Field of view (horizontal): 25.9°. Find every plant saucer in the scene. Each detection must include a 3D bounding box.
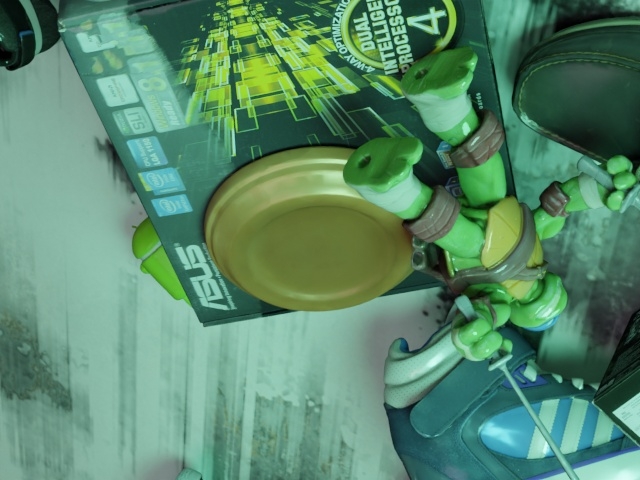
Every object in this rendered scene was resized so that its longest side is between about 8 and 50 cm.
[{"bbox_3d":[0.000,0.000,1.195,0.200,0.037,0.200,-2,140,-2],"label":"plant saucer"}]

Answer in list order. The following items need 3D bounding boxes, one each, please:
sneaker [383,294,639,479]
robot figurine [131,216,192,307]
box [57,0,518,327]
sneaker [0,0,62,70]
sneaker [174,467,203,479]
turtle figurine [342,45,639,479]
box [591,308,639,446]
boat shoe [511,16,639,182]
[{"bbox_3d":[0.221,0.140,1.343,0.322,0.236,0.130,-16,161,-3],"label":"sneaker"},{"bbox_3d":[-0.156,0.018,1.505,0.115,0.067,0.101,47,139,-6],"label":"robot figurine"},{"bbox_3d":[-0.005,-0.099,1.180,0.318,0.097,0.395,-9,139,8],"label":"box"},{"bbox_3d":[-0.360,-0.262,1.393,0.217,0.121,0.079,42,130,-2],"label":"sneaker"},{"bbox_3d":[-0.125,0.393,1.725,0.153,0.101,0.269,20,134,15],"label":"sneaker"},{"bbox_3d":[0.162,-0.006,1.069,0.198,0.275,0.266,-39,123,8],"label":"turtle figurine"},{"bbox_3d":[0.340,0.083,1.222,0.077,0.147,0.180,41,130,-2],"label":"box"},{"bbox_3d":[0.319,-0.088,1.128,0.355,0.130,0.132,14,126,20],"label":"boat shoe"}]
